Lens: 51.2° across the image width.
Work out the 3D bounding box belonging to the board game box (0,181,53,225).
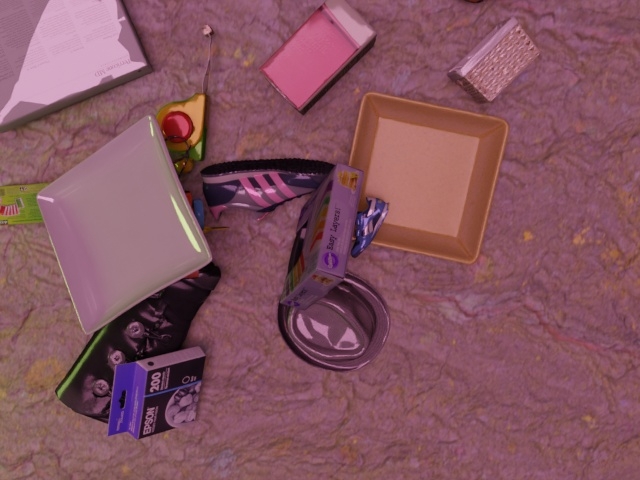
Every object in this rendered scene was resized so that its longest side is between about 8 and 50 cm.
[{"bbox_3d":[-0.661,-0.089,1.566,0.181,0.043,0.092,-4,98,3],"label":"board game box"}]

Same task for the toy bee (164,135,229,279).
[{"bbox_3d":[-0.296,-0.049,1.474,0.195,0.162,0.298,16,72,-7],"label":"toy bee"}]

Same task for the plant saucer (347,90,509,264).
[{"bbox_3d":[0.223,-0.141,1.516,0.333,0.081,0.332,12,98,-1],"label":"plant saucer"}]

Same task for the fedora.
[{"bbox_3d":[0.029,0.197,1.542,0.275,0.124,0.243,34,98,-3],"label":"fedora"}]

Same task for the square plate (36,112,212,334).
[{"bbox_3d":[-0.408,-0.030,1.387,0.347,0.049,0.344,-30,75,18],"label":"square plate"}]

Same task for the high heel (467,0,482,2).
[{"bbox_3d":[0.363,-0.653,1.434,0.186,0.093,0.261,-11,106,-3],"label":"high heel"}]

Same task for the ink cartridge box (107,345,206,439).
[{"bbox_3d":[-0.373,0.355,1.528,0.208,0.045,0.206,-8,122,-38],"label":"ink cartridge box"}]

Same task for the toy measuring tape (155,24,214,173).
[{"bbox_3d":[-0.307,-0.316,1.493,0.121,0.121,0.330,6,98,1],"label":"toy measuring tape"}]

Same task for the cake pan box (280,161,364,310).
[{"bbox_3d":[0.000,0.000,1.412,0.070,0.267,0.245,19,66,-12],"label":"cake pan box"}]

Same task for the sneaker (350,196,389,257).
[{"bbox_3d":[0.097,-0.030,1.468,0.059,0.053,0.144,28,89,-3],"label":"sneaker"}]

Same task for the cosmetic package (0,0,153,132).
[{"bbox_3d":[-0.605,-0.441,1.476,0.377,0.097,0.284,-23,94,-2],"label":"cosmetic package"}]

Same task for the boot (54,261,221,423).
[{"bbox_3d":[-0.491,0.181,1.558,0.367,0.146,0.445,31,102,-1],"label":"boot"}]

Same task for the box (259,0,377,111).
[{"bbox_3d":[-0.004,-0.400,1.453,0.232,0.148,0.127,-44,93,6],"label":"box"}]

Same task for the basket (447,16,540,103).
[{"bbox_3d":[0.380,-0.389,1.464,0.167,0.113,0.103,-44,98,6],"label":"basket"}]

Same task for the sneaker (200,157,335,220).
[{"bbox_3d":[-0.108,-0.114,1.528,0.319,0.112,0.131,-1,114,5],"label":"sneaker"}]
